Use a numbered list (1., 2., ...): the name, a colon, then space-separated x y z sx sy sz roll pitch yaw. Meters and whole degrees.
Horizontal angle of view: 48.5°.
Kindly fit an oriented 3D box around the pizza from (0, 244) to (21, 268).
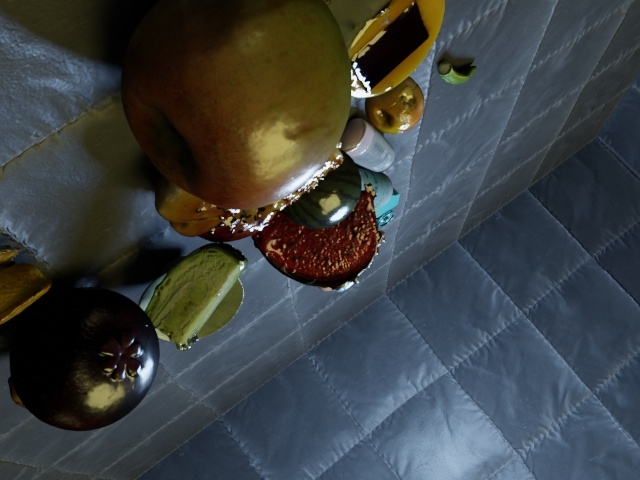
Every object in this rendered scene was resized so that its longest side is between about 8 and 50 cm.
1. pizza: -0.599 0.040 1.198 0.176 0.036 0.185 -32 164 -15

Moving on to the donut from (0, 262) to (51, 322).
1. donut: -0.573 0.105 1.284 0.174 0.074 0.190 -40 -172 -3

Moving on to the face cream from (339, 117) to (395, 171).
1. face cream: 0.121 -0.244 1.861 0.107 0.073 0.269 -46 161 12

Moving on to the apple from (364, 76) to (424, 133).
1. apple: 0.171 -0.317 1.670 0.146 0.146 0.146 -35 161 -13

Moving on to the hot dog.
1. hot dog: -0.150 -0.142 1.408 0.365 0.196 0.367 -38 160 10

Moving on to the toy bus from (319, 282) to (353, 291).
1. toy bus: 0.015 0.035 2.081 0.194 0.232 0.288 -39 161 -8

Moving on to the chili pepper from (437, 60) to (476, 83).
1. chili pepper: 0.363 -0.446 1.901 0.052 0.050 0.201 -7 -176 34

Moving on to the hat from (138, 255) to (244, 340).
1. hat: -0.323 0.112 1.729 0.257 0.130 0.257 -13 134 -14

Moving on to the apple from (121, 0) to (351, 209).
1. apple: -0.118 -0.229 1.060 0.305 0.338 0.338 -43 166 -28

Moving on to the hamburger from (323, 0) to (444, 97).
1. hamburger: 0.081 -0.394 1.263 0.276 0.179 0.294 -44 158 7

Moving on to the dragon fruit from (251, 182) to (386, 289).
1. dragon fruit: 0.000 0.000 1.893 0.343 0.282 0.100 -12 -161 2

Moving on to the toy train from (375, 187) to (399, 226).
1. toy train: 0.145 -0.100 2.195 0.203 0.112 0.163 -35 156 -20

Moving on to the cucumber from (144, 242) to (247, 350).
1. cucumber: -0.264 0.097 1.557 0.325 0.145 0.105 -49 -177 37

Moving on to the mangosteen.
1. mangosteen: -0.513 0.252 1.520 0.347 0.307 0.307 -13 -175 45

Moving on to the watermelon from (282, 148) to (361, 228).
1. watermelon: -0.009 -0.128 1.672 0.212 0.212 0.212 -35 161 -13

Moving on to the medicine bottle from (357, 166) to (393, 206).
1. medicine bottle: 0.079 -0.150 1.941 0.110 0.110 0.352 -46 158 21
